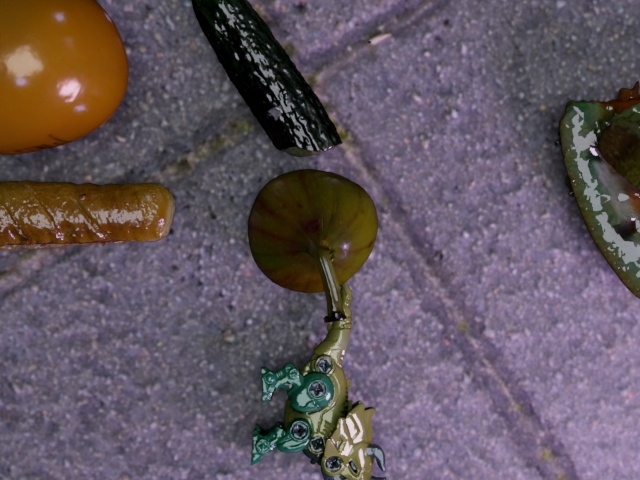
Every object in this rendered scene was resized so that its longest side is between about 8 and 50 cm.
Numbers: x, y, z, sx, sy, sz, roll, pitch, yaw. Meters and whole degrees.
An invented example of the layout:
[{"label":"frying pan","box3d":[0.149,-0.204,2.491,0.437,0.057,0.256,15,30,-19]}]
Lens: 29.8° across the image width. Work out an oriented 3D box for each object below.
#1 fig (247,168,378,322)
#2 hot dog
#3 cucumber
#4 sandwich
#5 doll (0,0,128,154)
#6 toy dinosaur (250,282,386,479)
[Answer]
[{"label":"fig","box3d":[-0.014,-0.005,1.311,0.142,0.186,0.148,18,94,4]},{"label":"hot dog","box3d":[-0.307,-0.032,1.357,0.286,0.061,0.087,-5,82,-4]},{"label":"cucumber","box3d":[-0.067,-0.193,1.353,0.074,0.074,0.241,-34,92,-1]},{"label":"sandwich","box3d":[0.436,-0.074,1.343,0.301,0.162,0.250,-19,98,1]},{"label":"doll","box3d":[-0.311,-0.213,1.268,0.213,0.213,0.236,-12,92,-2]},{"label":"toy dinosaur","box3d":[-0.005,0.169,1.373,0.153,0.094,0.259,-2,86,-3]}]
